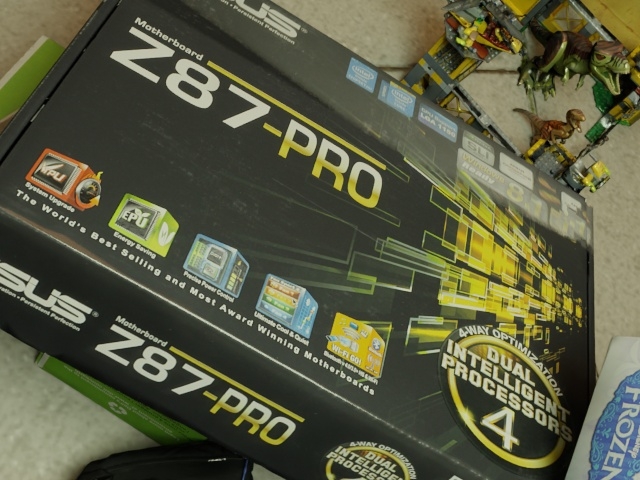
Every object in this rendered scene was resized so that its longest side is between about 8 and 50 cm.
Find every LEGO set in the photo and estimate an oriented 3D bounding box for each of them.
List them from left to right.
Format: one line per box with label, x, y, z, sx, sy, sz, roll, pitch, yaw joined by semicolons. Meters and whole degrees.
LEGO set;0.244;-0.187;0.977;0.331;0.192;0.255;-31;82;-36

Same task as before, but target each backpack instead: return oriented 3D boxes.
backpack;-0.101;0.184;0.656;0.114;0.105;0.084;-3;107;2

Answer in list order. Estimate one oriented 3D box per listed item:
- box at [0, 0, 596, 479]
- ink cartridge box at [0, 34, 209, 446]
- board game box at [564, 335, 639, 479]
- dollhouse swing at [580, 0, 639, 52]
box;0.000;0.000;0.673;0.395;0.097;0.318;31;38;-11
ink cartridge box;-0.144;0.002;0.736;0.255;0.097;0.189;34;54;-7
board game box;0.226;0.266;0.587;0.319;0.066;0.318;36;68;-33
dollhouse swing;0.356;-0.413;1.088;0.347;0.305;0.315;42;54;-1
